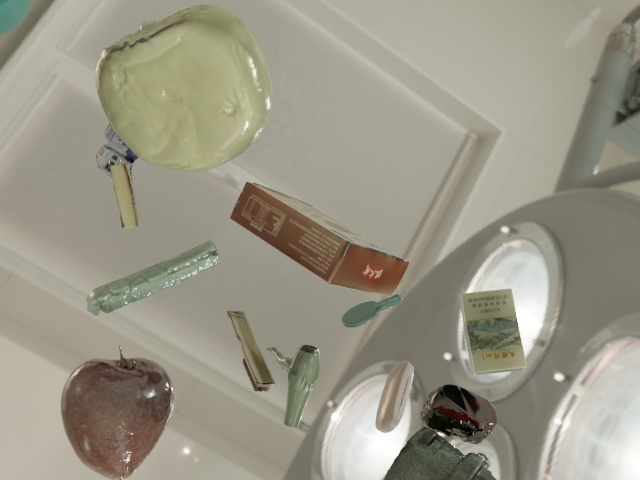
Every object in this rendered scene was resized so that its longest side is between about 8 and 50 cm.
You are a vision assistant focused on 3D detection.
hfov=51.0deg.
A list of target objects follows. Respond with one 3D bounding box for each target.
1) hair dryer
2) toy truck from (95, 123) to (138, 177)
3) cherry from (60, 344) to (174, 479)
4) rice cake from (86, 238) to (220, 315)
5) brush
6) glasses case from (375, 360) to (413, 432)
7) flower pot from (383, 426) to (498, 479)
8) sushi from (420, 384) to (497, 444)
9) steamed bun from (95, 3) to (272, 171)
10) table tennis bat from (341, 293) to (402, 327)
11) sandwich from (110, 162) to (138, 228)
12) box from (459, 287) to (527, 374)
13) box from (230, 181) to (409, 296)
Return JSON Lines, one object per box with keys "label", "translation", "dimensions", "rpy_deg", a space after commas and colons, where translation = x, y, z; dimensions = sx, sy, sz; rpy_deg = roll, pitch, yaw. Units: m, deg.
{"label": "hair dryer", "translation": [-0.094, 0.419, 1.940], "dimensions": [0.267, 0.092, 0.229], "rpy_deg": [-18, -117, 58]}
{"label": "toy truck", "translation": [-0.684, -0.344, 2.343], "dimensions": [0.268, 0.155, 0.124], "rpy_deg": [-55, -151, 2]}
{"label": "cherry", "translation": [-0.469, 0.398, 1.557], "dimensions": [0.221, 0.261, 0.308], "rpy_deg": [-9, -101, 42]}
{"label": "rice cake", "translation": [-0.404, 0.091, 1.626], "dimensions": [0.336, 0.063, 0.066], "rpy_deg": [-26, -152, -12]}
{"label": "brush", "translation": [-0.205, 0.311, 1.909], "dimensions": [0.321, 0.060, 0.050], "rpy_deg": [57, -46, 50]}
{"label": "glasses case", "translation": [0.282, 0.592, 2.549], "dimensions": [0.113, 0.075, 0.297], "rpy_deg": [-37, -156, 49]}
{"label": "flower pot", "translation": [0.362, 0.700, 1.934], "dimensions": [0.299, 0.282, 0.299], "rpy_deg": [-39, 148, -30]}
{"label": "sushi", "translation": [0.423, 0.534, 2.065], "dimensions": [0.126, 0.225, 0.136], "rpy_deg": [-56, -166, 32]}
{"label": "steamed bun", "translation": [-0.262, -0.310, 1.374], "dimensions": [0.333, 0.312, 0.233], "rpy_deg": [-11, -152, 10]}
{"label": "table tennis bat", "translation": [0.187, 0.253, 2.443], "dimensions": [0.237, 0.038, 0.149], "rpy_deg": [-24, -163, 9]}
{"label": "sandwich", "translation": [-0.601, -0.141, 2.071], "dimensions": [0.162, 0.058, 0.193], "rpy_deg": [-150, -130, -76]}
{"label": "box", "translation": [0.543, 0.289, 2.129], "dimensions": [0.069, 0.164, 0.257], "rpy_deg": [76, 8, -69]}
{"label": "box", "translation": [0.000, 0.000, 1.856], "dimensions": [0.344, 0.385, 0.122], "rpy_deg": [17, 102, -56]}
